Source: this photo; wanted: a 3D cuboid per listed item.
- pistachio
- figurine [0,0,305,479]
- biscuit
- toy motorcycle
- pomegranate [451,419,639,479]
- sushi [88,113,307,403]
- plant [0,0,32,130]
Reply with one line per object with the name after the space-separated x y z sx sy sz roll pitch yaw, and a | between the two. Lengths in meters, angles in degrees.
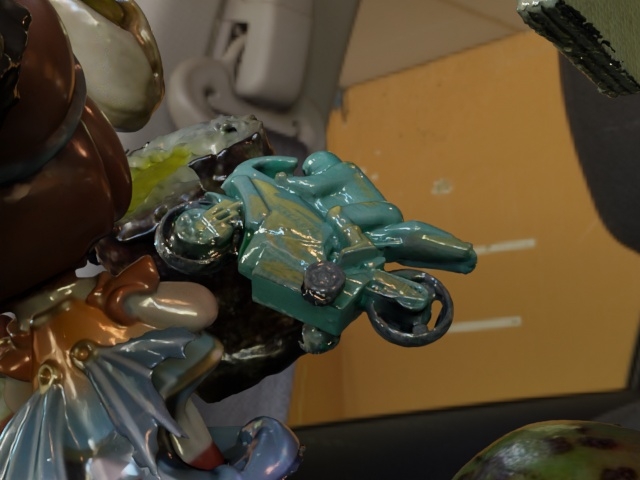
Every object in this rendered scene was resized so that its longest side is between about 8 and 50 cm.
-0.295 -0.254 1.291 0.153 0.237 0.137 -18 15 18 | pistachio
-0.200 0.039 0.646 0.277 0.388 0.248 -27 5 13 | figurine
0.223 -0.203 0.795 0.046 0.147 0.250 -13 -21 35 | biscuit
0.002 0.001 0.955 0.297 0.198 0.109 23 -35 12 | toy motorcycle
0.174 0.205 0.579 0.242 0.242 0.306 -5 17 17 | pomegranate
-0.147 0.008 1.259 0.281 0.294 0.299 -34 25 -15 | sushi
-0.236 -0.012 0.433 0.149 0.274 0.146 33 20 -1 | plant
